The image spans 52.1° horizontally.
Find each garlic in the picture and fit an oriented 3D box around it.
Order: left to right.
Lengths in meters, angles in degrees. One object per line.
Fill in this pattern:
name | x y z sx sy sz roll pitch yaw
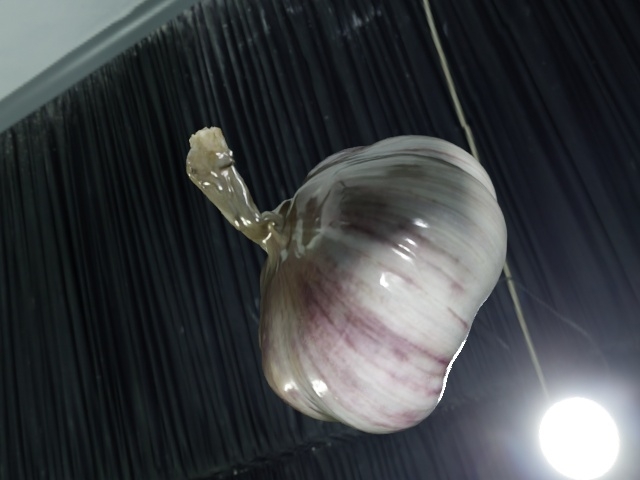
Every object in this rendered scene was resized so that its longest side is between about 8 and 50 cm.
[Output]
garlic | 0.000 0.000 0.514 0.253 0.245 0.245 34 141 -12
